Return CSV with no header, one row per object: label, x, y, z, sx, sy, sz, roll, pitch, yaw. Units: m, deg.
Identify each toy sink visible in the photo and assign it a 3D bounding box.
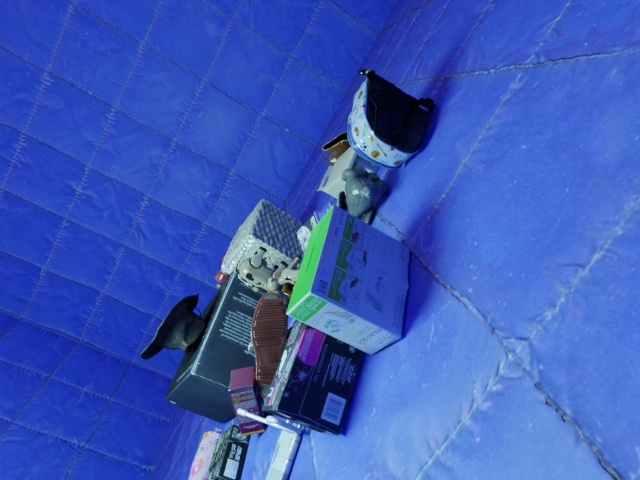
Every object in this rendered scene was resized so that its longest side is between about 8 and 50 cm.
toy sink,0.132,-0.259,1.623,0.234,0.131,0.153,-30,35,66

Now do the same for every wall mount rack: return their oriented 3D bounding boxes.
wall mount rack,-0.173,0.588,1.130,0.304,0.130,0.350,-37,28,59

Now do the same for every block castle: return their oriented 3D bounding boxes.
block castle,-0.454,0.186,2.507,0.213,0.302,0.453,-61,13,8

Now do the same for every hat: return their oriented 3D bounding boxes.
hat,-0.536,0.363,1.635,0.331,0.133,0.331,-54,-2,-3

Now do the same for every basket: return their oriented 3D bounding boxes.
basket,-0.239,0.037,2.000,0.266,0.328,0.332,-48,19,32

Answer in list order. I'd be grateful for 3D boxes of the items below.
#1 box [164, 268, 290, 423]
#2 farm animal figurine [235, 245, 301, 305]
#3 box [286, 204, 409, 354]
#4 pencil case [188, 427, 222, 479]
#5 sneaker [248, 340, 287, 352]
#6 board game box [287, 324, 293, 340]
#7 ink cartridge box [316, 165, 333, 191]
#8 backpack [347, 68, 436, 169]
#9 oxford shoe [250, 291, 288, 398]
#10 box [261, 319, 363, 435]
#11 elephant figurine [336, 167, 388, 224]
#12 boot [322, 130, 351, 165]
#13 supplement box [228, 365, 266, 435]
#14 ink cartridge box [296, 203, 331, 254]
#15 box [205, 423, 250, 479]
box,-0.394,0.462,1.799,0.480,0.297,0.472,-45,21,48
farm animal figurine,-0.170,0.155,1.565,0.172,0.326,0.330,-61,-4,-30
box,0.076,0.087,0.974,0.127,0.231,0.262,-46,21,46
pencil case,-0.416,0.850,1.536,0.124,0.124,0.284,-51,17,38
sneaker,-0.193,0.391,1.568,0.065,0.157,0.061,-117,11,-60
board game box,-0.042,0.302,1.338,0.260,0.030,0.136,-47,39,45
ink cartridge box,0.092,-0.326,2.022,0.166,0.065,0.332,-66,16,-14
backpack,0.203,-0.361,1.334,0.213,0.276,0.264,128,157,-50
oxford shoe,-0.174,0.355,1.428,0.130,0.122,0.349,105,166,-70
box,-0.010,0.310,1.004,0.142,0.163,0.248,-43,23,61
elephant figurine,0.118,-0.110,1.420,0.169,0.185,0.240,43,125,31
boot,0.089,-0.366,1.704,0.263,0.096,0.280,-15,5,31
supplement box,-0.236,0.523,1.372,0.104,0.080,0.188,-106,6,-70
ink cartridge box,0.000,0.000,1.583,0.208,0.045,0.207,-48,53,42
box,-0.319,0.754,1.440,0.147,0.077,0.180,-52,17,33
